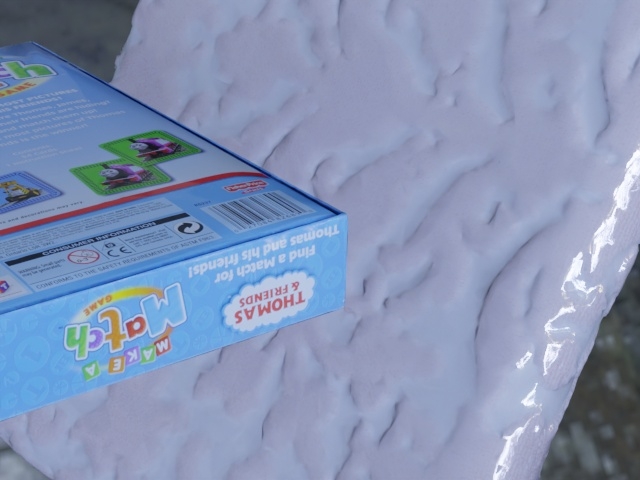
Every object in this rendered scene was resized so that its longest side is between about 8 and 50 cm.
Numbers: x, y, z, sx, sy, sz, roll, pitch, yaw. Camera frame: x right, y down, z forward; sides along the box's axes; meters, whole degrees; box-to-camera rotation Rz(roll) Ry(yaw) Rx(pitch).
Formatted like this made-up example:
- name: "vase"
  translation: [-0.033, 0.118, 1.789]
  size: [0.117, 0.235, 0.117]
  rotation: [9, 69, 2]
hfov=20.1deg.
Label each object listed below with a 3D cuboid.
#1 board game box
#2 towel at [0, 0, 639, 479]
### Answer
- name: "board game box"
  translation: [-0.117, -0.010, 0.600]
  size: [0.160, 0.039, 0.211]
  rotation: [-17, -150, -31]
- name: "towel"
  translation: [0.000, 0.000, 0.846]
  size: [0.317, 0.332, 0.053]
  rotation: [24, -178, 40]
